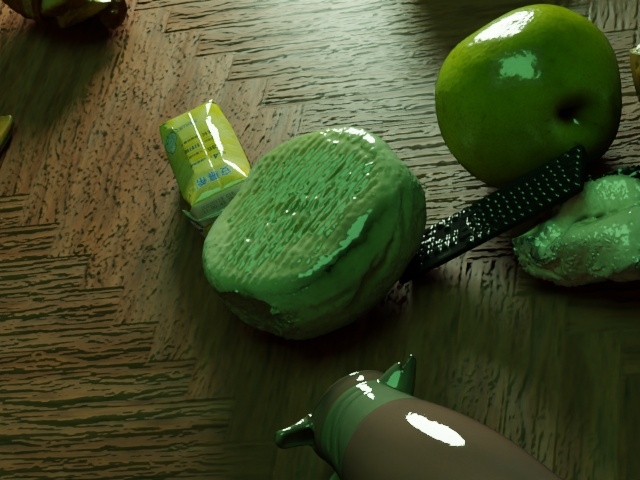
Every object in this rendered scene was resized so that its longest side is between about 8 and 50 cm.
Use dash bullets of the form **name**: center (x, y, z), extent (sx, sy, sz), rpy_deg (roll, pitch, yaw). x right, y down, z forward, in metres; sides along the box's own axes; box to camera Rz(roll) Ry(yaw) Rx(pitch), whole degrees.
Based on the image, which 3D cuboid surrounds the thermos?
- **thermos**: center (0.081, 0.207, 1.346), extent (0.176, 0.146, 0.265), rpy_deg (-56, 38, 2)

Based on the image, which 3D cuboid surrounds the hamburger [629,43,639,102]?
- **hamburger**: center (0.372, -0.099, 1.496), extent (0.155, 0.245, 0.282), rpy_deg (-8, -2, -6)

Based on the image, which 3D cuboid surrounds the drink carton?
- **drink carton**: center (-0.101, -0.053, 1.718), extent (0.084, 0.074, 0.200), rpy_deg (-25, 41, -2)

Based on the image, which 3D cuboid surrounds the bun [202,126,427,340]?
- **bun**: center (0.002, -0.002, 1.596), extent (0.221, 0.108, 0.221), rpy_deg (-20, 42, 19)

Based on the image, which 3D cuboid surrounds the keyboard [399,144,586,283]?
- **keyboard**: center (0.154, -0.022, 1.558), extent (0.204, 0.013, 0.061), rpy_deg (-29, 30, 31)

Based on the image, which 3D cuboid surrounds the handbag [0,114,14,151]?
- **handbag**: center (-0.521, -0.035, 1.832), extent (0.283, 0.133, 0.401), rpy_deg (8, 44, 17)

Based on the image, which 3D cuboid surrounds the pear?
- **pear**: center (0.189, -0.137, 1.633), extent (0.180, 0.166, 0.216), rpy_deg (-44, 19, -5)

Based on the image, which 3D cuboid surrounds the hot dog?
- **hot dog**: center (-0.309, -0.308, 2.047), extent (0.146, 0.103, 0.213), rpy_deg (-25, 48, -34)

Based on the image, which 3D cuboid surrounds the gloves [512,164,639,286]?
- **gloves**: center (0.252, -0.011, 1.512), extent (0.153, 0.070, 0.114), rpy_deg (-5, 45, 44)
